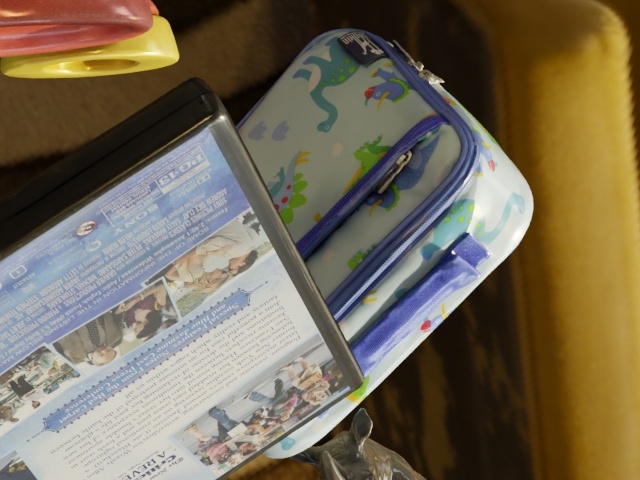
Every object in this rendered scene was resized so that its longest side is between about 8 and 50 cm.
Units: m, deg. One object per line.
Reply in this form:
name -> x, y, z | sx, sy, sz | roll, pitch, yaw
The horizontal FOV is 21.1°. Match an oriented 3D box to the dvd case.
dvd case -> -0.083, 0.053, 0.643 | 0.180, 0.022, 0.253 | -34, 152, -4

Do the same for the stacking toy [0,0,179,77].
stacking toy -> -0.233, -0.174, 1.067 | 0.279, 0.309, 0.130 | -5, 90, -4

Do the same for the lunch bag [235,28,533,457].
lunch bag -> 0.000, 0.000, 0.946 | 0.219, 0.176, 0.090 | -45, 132, 9

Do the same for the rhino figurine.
rhino figurine -> 0.035, 0.173, 1.063 | 0.073, 0.106, 0.243 | -19, 150, 10
